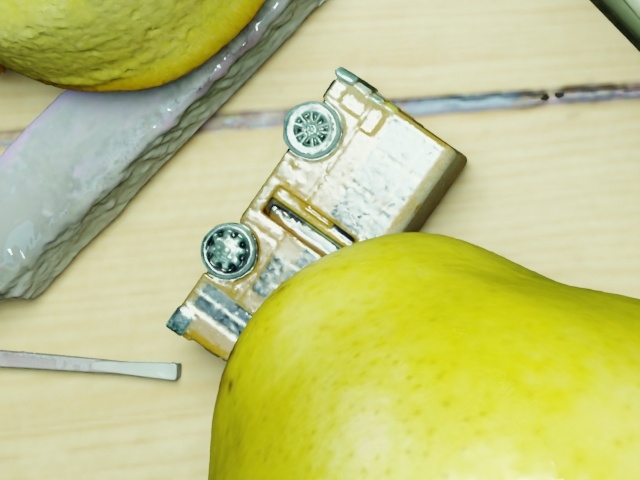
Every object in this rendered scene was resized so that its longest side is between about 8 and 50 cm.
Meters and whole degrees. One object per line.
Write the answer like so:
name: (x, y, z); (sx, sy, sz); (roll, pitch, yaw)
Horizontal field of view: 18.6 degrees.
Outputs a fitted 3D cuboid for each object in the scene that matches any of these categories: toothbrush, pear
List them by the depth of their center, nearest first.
pear: (0.115, 0.195, 0.993); (0.362, 0.362, 0.418); (-42, 63, 8)
toothbrush: (-0.182, 0.076, 1.211); (0.194, 0.014, 0.017); (1, 91, 10)

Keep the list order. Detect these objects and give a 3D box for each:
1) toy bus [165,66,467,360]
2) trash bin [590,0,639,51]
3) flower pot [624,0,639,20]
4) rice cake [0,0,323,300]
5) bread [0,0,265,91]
toy bus: (0.000, 0.000, 1.140); (0.103, 0.091, 0.182); (36, 95, 8)
trash bin: (0.248, -0.150, 1.081); (0.164, 0.122, 0.240); (-44, 82, 7)
flower pot: (0.204, -0.190, 0.915); (0.195, 0.246, 0.246); (-40, 85, 12)
rice cake: (-0.080, -0.110, 1.165); (0.399, 0.064, 0.070); (-44, 73, 8)
bread: (-0.137, -0.215, 1.110); (0.270, 0.148, 0.270); (-7, 71, 22)
